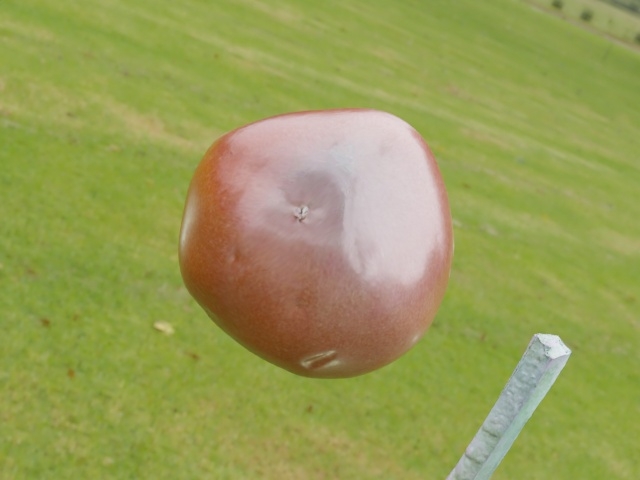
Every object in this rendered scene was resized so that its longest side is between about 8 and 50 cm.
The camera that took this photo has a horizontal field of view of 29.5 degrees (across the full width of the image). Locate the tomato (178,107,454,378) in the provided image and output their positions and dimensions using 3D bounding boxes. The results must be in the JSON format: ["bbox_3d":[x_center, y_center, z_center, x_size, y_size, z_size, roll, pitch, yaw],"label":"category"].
[{"bbox_3d":[0.000,0.000,1.455,0.341,0.341,0.273,24,-16,0],"label":"tomato"}]

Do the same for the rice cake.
[{"bbox_3d":[0.189,0.189,1.264,0.034,0.211,0.043,39,15,35],"label":"rice cake"}]
